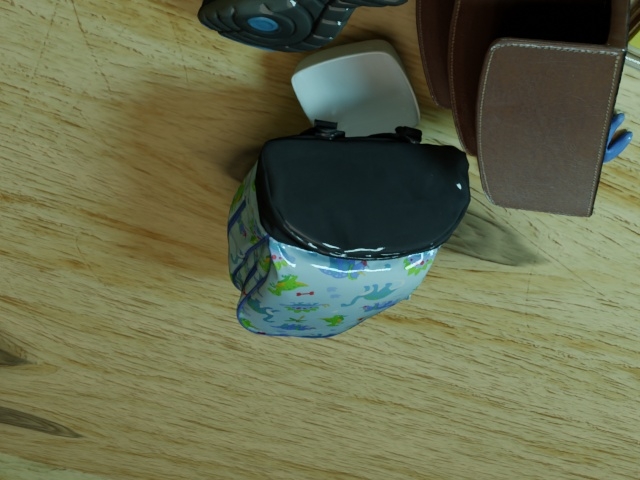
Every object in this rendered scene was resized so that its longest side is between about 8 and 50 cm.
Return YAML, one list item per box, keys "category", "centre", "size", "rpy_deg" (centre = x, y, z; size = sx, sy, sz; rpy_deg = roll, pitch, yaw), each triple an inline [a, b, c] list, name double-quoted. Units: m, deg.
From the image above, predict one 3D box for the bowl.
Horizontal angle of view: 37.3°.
- category: "bowl"
  centre: [0.047, -0.192, 1.186]
  size: [0.142, 0.053, 0.142]
  rpy_deg: [-9, 140, 21]

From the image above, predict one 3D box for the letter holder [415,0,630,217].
- category: "letter holder"
  centre: [0.199, -0.171, 1.005]
  size: [0.215, 0.152, 0.302]
  rpy_deg: [6, 153, 13]

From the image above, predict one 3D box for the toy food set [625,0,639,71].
- category: "toy food set"
  centre: [0.350, -0.258, 1.018]
  size: [0.306, 0.092, 0.219]
  rpy_deg: [20, 141, -15]

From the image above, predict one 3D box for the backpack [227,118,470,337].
- category: "backpack"
  centre: [0.000, 0.000, 1.286]
  size: [0.290, 0.273, 0.355]
  rpy_deg: [0, 176, -25]

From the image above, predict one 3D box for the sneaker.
- category: "sneaker"
  centre: [-0.007, -0.298, 1.015]
  size: [0.125, 0.139, 0.341]
  rpy_deg: [15, 165, -40]

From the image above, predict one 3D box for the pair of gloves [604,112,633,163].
- category: "pair of gloves"
  centre: [0.304, -0.125, 1.258]
  size: [0.198, 0.023, 0.159]
  rpy_deg: [7, 143, -1]
